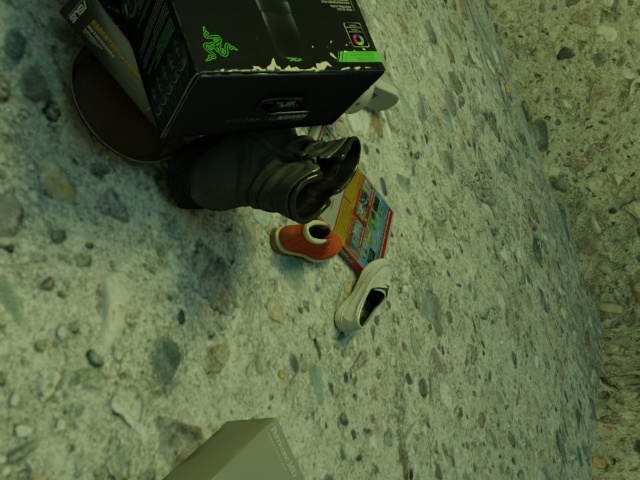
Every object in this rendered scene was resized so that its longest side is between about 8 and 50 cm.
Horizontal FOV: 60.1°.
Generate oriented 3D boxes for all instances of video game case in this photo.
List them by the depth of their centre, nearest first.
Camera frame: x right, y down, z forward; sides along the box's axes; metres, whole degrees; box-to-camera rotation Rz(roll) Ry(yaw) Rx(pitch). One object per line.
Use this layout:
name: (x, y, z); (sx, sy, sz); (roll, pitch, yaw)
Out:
video game case: (0.052, -0.070, 1.084); (0.285, 0.025, 0.204); (47, 43, -33)

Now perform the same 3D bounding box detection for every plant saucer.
plant saucer: (-0.248, -0.177, 0.713); (0.168, 0.029, 0.168); (23, 60, -48)

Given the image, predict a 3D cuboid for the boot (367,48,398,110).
boot: (0.076, -0.372, 1.193); (0.258, 0.095, 0.123); (10, 59, -57)

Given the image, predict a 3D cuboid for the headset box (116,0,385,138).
headset box: (-0.090, -0.263, 0.646); (0.246, 0.131, 0.283); (-12, 77, -35)

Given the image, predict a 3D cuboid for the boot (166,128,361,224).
boot: (-0.039, -0.138, 0.799); (0.118, 0.223, 0.338); (75, 32, -42)

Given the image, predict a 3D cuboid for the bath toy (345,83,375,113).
bath toy: (-0.026, -0.361, 0.973); (0.151, 0.129, 0.348); (-46, 112, -2)

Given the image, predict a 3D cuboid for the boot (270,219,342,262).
boot: (0.000, 0.000, 0.931); (0.158, 0.085, 0.059); (6, 70, -51)

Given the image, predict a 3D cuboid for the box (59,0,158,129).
box: (-0.201, -0.267, 0.741); (0.183, 0.056, 0.231); (51, 33, -17)

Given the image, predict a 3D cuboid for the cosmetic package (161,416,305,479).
cosmetic package: (-0.125, 0.320, 0.630); (0.238, 0.107, 0.127); (-33, 101, -50)

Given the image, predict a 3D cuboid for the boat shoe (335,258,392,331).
boat shoe: (0.095, 0.098, 1.024); (0.184, 0.063, 0.066); (-42, 117, -41)
